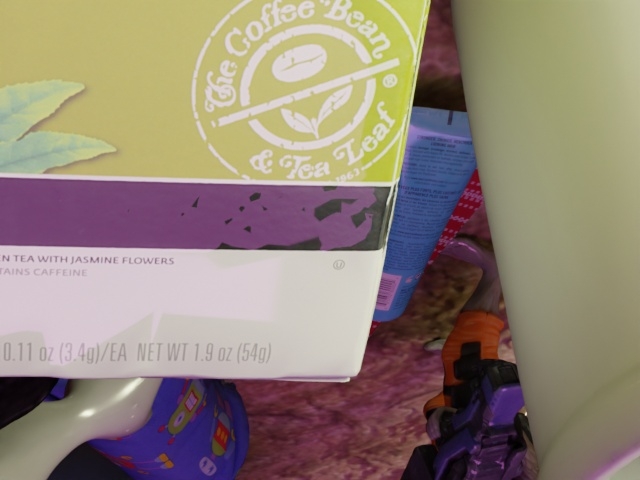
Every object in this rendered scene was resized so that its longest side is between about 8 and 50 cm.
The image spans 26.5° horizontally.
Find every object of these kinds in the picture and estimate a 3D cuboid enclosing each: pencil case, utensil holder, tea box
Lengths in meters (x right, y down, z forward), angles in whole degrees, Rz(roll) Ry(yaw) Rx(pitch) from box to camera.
[{"bbox_3d":[-0.146,0.132,1.170,0.119,0.133,0.306,29,165,22],"label":"pencil case"},{"bbox_3d":[0.255,-0.028,0.801,0.327,0.385,0.328,-5,146,-4],"label":"utensil holder"},{"bbox_3d":[-0.135,-0.121,0.640,0.329,0.220,0.324,0,121,-13],"label":"tea box"}]

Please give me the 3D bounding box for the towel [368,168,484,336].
[{"bbox_3d":[0.000,0.000,1.114,0.198,0.031,0.275,11,140,-23],"label":"towel"}]

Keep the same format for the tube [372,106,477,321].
[{"bbox_3d":[0.068,-0.022,1.033,0.080,0.052,0.207,1,138,-18],"label":"tube"}]

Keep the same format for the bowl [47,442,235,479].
[{"bbox_3d":[-0.203,0.295,1.396,0.311,0.163,0.311,-6,148,-4],"label":"bowl"}]

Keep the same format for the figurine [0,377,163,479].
[{"bbox_3d":[-0.173,0.093,0.899,0.209,0.092,0.215,-28,150,-39],"label":"figurine"}]

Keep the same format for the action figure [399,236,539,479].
[{"bbox_3d":[0.156,0.162,1.114,0.178,0.330,0.341,3,146,-13],"label":"action figure"}]
